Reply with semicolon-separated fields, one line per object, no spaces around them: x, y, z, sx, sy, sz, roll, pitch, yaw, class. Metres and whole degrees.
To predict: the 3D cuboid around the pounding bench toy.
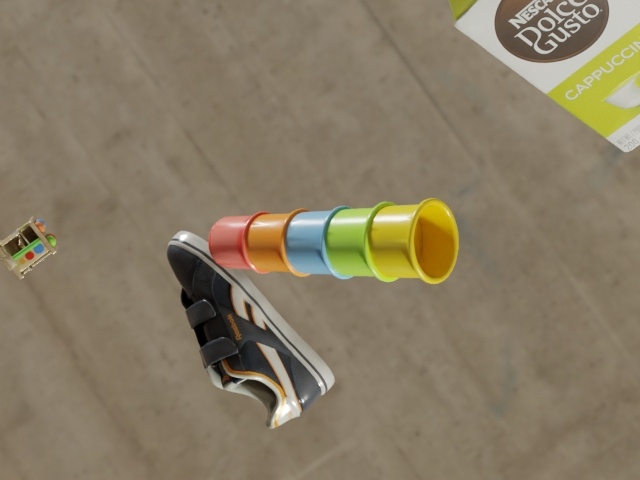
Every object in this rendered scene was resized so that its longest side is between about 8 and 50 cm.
-0.368;0.009;1.948;0.052;0.065;0.083;53;-1;-11;pounding bench toy

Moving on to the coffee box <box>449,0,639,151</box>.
0.370;-0.386;1.920;0.334;0.338;0.338;31;35;-31;coffee box

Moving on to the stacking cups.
0.000;0.000;1.775;0.316;0.096;0.096;0;-37;36;stacking cups

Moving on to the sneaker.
-0.130;0.133;2.250;0.321;0.127;0.126;46;-20;1;sneaker
